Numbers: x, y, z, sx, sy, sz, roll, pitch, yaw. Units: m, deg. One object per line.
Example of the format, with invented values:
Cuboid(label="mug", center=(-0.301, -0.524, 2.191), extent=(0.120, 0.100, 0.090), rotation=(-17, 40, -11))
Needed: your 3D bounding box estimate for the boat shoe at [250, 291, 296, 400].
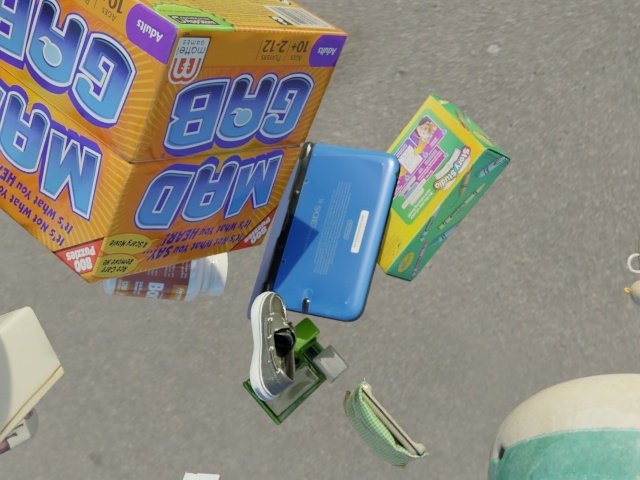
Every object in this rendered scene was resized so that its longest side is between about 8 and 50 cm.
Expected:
Cuboid(label="boat shoe", center=(-0.044, 0.105, 1.058), extent=(0.040, 0.142, 0.049), rotation=(-28, 127, 22))

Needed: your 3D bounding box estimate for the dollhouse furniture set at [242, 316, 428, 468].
Cuboid(label="dollhouse furniture set", center=(0.018, 0.301, 1.730), extent=(0.151, 0.197, 0.301), rotation=(-41, 80, -10))

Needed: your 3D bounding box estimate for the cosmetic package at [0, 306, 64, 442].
Cuboid(label="cosmetic package", center=(-0.457, 0.203, 1.241), extent=(0.160, 0.309, 0.113), rotation=(-21, 104, 15))

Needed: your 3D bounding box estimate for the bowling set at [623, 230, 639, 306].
Cuboid(label="bowling set", center=(0.589, 0.063, 1.418), extent=(0.287, 0.200, 0.154), rotation=(11, 84, -5))

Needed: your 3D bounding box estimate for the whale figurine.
Cuboid(label="whale figurine", center=(0.239, 0.185, 0.639), extent=(0.272, 0.141, 0.216), rotation=(16, 148, -6))

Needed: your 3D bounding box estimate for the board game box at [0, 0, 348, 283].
Cuboid(label="board game box", center=(-0.253, -0.208, 1.415), extent=(0.356, 0.357, 0.356), rotation=(36, 117, 25))

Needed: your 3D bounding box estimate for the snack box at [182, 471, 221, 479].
Cuboid(label="snack box", center=(-0.112, 0.289, 0.883), extent=(0.037, 0.141, 0.100), rotation=(3, 134, 15))

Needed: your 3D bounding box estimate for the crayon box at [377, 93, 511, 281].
Cuboid(label="crayon box", center=(0.173, -0.089, 1.742), extent=(0.278, 0.081, 0.165), rotation=(-52, 50, 18))

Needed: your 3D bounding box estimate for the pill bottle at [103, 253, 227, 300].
Cuboid(label="pill bottle", center=(-0.288, 0.050, 1.889), extent=(0.216, 0.121, 0.121), rotation=(6, 110, -16))

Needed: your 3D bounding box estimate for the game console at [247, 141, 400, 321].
Cuboid(label="game console", center=(0.000, 0.000, 1.724), extent=(0.250, 0.173, 0.293), rotation=(10, 73, 19))

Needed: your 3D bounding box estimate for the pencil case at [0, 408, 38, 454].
Cuboid(label="pencil case", center=(-0.581, 0.157, 1.558), extent=(0.184, 0.160, 0.410), rotation=(-2, 124, 15))
